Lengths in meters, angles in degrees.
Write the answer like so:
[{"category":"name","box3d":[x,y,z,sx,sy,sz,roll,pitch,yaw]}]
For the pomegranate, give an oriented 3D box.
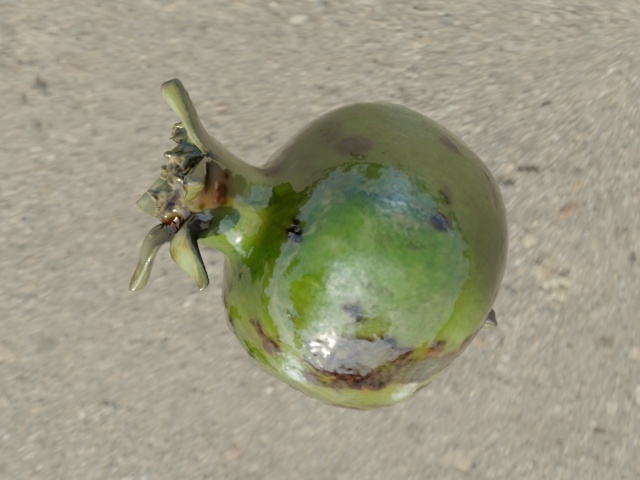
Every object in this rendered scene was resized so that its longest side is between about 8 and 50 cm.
[{"category":"pomegranate","box3d":[0.002,0.007,0.773,0.169,0.148,0.148,1,99,-21]}]
